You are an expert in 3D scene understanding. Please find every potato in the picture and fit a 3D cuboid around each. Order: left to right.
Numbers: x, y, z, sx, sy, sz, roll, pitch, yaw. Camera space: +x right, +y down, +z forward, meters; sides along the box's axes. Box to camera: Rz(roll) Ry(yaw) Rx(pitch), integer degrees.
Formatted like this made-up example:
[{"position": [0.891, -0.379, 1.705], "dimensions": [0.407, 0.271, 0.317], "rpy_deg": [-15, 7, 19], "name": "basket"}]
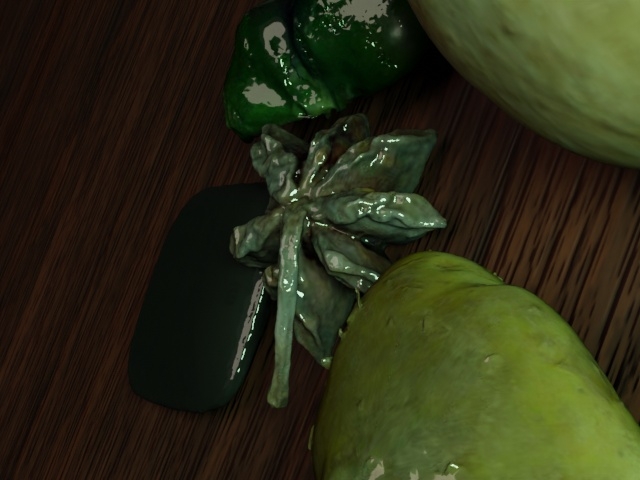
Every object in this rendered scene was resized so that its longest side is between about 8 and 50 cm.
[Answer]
[{"position": [0.077, 0.122, 0.588], "dimensions": [0.191, 0.141, 0.296], "rpy_deg": [-48, 35, 22], "name": "potato"}]

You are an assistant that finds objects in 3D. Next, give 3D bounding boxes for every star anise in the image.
[{"position": [0.000, 0.001, 0.807], "dimensions": [0.209, 0.089, 0.231], "rpy_deg": [-25, 52, 37], "name": "star anise"}]

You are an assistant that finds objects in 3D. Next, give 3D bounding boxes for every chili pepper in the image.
[{"position": [0.005, -0.178, 0.879], "dimensions": [0.264, 0.116, 0.148], "rpy_deg": [-17, 35, 45], "name": "chili pepper"}]

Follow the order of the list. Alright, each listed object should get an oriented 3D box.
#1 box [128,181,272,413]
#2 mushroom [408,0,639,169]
[{"position": [-0.099, 0.050, 0.966], "dimensions": [0.201, 0.042, 0.212], "rpy_deg": [2, 73, 55], "name": "box"}, {"position": [0.177, -0.194, 0.538], "dimensions": [0.290, 0.297, 0.297], "rpy_deg": [-41, 33, -9], "name": "mushroom"}]
